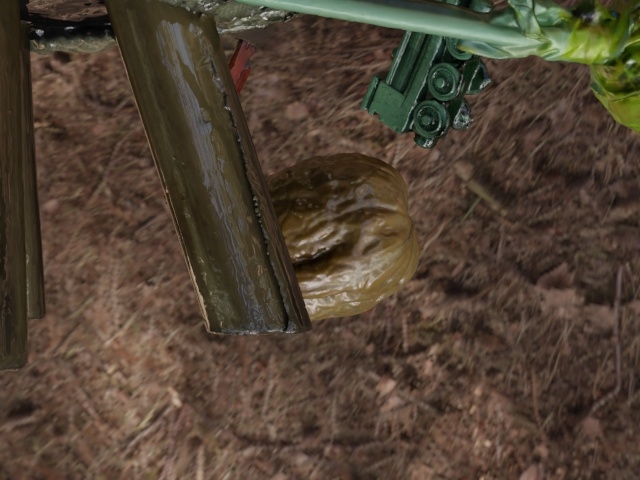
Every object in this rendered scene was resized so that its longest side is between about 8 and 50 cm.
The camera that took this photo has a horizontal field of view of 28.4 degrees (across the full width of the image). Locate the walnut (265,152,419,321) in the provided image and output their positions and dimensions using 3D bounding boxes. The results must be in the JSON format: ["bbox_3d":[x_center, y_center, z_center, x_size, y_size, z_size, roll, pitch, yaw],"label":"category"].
[{"bbox_3d":[0.000,0.000,1.195,0.184,0.155,0.155,-17,100,8],"label":"walnut"}]

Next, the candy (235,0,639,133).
[{"bbox_3d":[0.086,-0.099,0.585,0.262,0.077,0.073,8,79,-18],"label":"candy"}]

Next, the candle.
[{"bbox_3d":[-0.100,-0.106,1.165,0.021,0.026,0.167,16,79,39],"label":"candle"}]

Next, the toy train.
[{"bbox_3d":[0.116,-0.180,1.286,0.111,0.071,0.170,35,122,23],"label":"toy train"}]

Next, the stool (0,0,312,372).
[{"bbox_3d":[-0.188,-0.056,0.680,0.310,0.310,0.226,1,90,34],"label":"stool"}]
